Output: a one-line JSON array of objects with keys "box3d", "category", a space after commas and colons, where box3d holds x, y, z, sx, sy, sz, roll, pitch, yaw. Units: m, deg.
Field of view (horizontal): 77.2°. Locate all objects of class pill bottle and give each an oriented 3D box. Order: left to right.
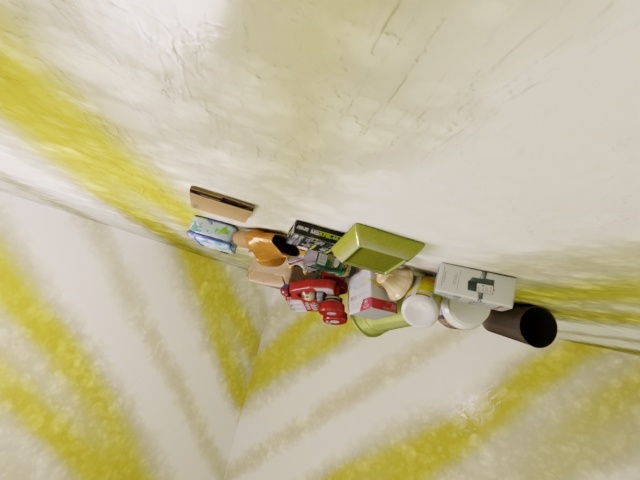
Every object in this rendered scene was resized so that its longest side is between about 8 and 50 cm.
[{"box3d": [0.347, 0.195, 1.350, 0.117, 0.117, 0.215, 11, -157, 18], "category": "pill bottle"}, {"box3d": [0.506, 0.240, 1.448, 0.162, 0.162, 0.278, 13, 170, 10], "category": "pill bottle"}]

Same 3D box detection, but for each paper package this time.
[{"box3d": [-0.114, 0.160, 1.862, 0.325, 0.168, 0.310, 24, 167, -40], "category": "paper package"}]

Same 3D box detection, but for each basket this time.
[{"box3d": [0.778, 0.327, 1.607, 0.205, 0.154, 0.227, 20, 172, -20], "category": "basket"}]

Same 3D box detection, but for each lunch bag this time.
[{"box3d": [-0.397, -0.019, 1.496, 0.176, 0.090, 0.219, 18, 169, -5], "category": "lunch bag"}]

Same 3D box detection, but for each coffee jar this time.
[{"box3d": [0.039, 0.080, 1.452, 0.185, 0.079, 0.096, 21, 165, -29], "category": "coffee jar"}]

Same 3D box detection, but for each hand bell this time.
[{"box3d": [0.178, 0.091, 1.339, 0.242, 0.126, 0.126, 32, 165, -19], "category": "hand bell"}]

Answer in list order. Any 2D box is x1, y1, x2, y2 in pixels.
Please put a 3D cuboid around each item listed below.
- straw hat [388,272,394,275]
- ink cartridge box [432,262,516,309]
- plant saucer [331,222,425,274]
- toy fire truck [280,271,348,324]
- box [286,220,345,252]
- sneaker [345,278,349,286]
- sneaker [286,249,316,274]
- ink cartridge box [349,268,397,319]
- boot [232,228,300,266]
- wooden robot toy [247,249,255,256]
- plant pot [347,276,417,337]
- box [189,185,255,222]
[{"box3d": [0.170, 0.064, 1.235, 0.145, 0.061, 0.144, 15, 175, 1], "category": "straw hat"}, {"box3d": [0.447, 0.139, 1.180, 0.209, 0.086, 0.153, 13, 170, 14], "category": "ink cartridge box"}, {"box3d": [0.139, 0.035, 1.030, 0.188, 0.045, 0.188, 16, 156, -12], "category": "plant saucer"}, {"box3d": [-0.023, 0.228, 1.605, 0.254, 0.169, 0.302, -2, 153, 8], "category": "toy fire truck"}, {"box3d": [0.000, 0.000, 1.169, 0.184, 0.045, 0.191, 13, 169, -8], "category": "box"}, {"box3d": [0.165, 0.163, 1.761, 0.258, 0.094, 0.091, 15, 157, -40], "category": "sneaker"}, {"box3d": [-0.029, 0.100, 1.619, 0.226, 0.092, 0.088, 13, 169, 1], "category": "sneaker"}, {"box3d": [0.191, 0.186, 1.474, 0.128, 0.176, 0.128, 17, 151, -30], "category": "ink cartridge box"}, {"box3d": [-0.152, 0.041, 1.436, 0.211, 0.104, 0.295, 8, 164, 35], "category": "boot"}, {"box3d": [-0.241, 0.032, 1.693, 0.173, 0.076, 0.079, 6, 132, 40], "category": "wooden robot toy"}, {"box3d": [0.296, 0.250, 1.618, 0.276, 0.275, 0.254, 21, 156, -35], "category": "plant pot"}, {"box3d": [-0.272, -0.093, 1.095, 0.165, 0.021, 0.201, 17, 169, -14], "category": "box"}]
